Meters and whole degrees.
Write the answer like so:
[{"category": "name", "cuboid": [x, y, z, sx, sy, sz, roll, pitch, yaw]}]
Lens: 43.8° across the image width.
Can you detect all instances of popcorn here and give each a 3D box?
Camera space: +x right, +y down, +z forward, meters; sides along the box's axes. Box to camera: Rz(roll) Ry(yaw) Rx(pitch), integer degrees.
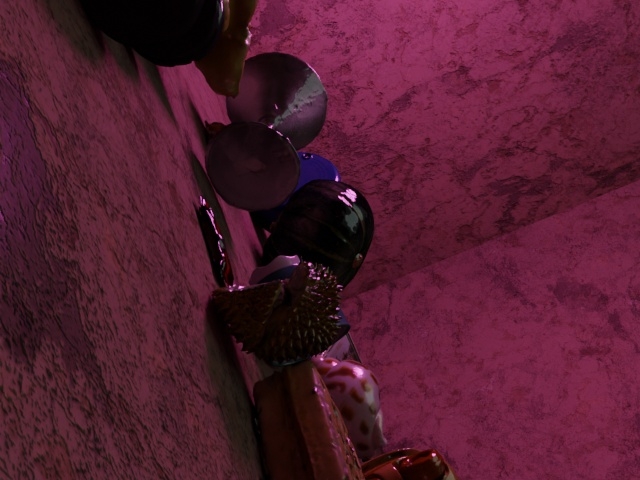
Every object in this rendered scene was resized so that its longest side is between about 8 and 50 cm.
[{"category": "popcorn", "cuboid": [-0.258, -0.480, 1.609, 0.325, 0.290, 0.321, -12, -119, 65]}]

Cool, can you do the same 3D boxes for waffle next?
[{"category": "waffle", "cuboid": [0.015, 0.388, 1.111, 0.376, 0.114, 0.261, -110, 180, -50]}]

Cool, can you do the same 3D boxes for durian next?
[{"category": "durian", "cuboid": [-0.054, 0.111, 1.208, 0.237, 0.193, 0.138, -32, 107, -68]}]

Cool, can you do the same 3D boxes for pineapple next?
[{"category": "pineapple", "cuboid": [-0.233, -0.208, 1.973, 0.221, 0.047, 0.221, -22, 90, -87]}]

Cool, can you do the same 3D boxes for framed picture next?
[{"category": "framed picture", "cuboid": [0.058, 0.373, 2.167, 0.217, 0.017, 0.274, 66, 29, -16]}]

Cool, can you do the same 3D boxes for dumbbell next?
[{"category": "dumbbell", "cuboid": [-0.253, -0.378, 1.248, 0.388, 0.185, 0.185, -90, 157, -85]}]

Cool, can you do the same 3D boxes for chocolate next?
[{"category": "chocolate", "cuboid": [-0.174, 0.008, 1.361, 0.086, 0.028, 0.182, 70, -2, -54]}]

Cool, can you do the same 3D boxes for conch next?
[{"category": "conch", "cuboid": [0.051, 0.363, 1.825, 0.148, 0.183, 0.275, 27, 20, -34]}]

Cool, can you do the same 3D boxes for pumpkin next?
[{"category": "pumpkin", "cuboid": [0.000, 0.000, 2.038, 0.241, 0.323, 0.323, 34, -5, 11]}]

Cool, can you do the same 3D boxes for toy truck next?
[{"category": "toy truck", "cuboid": [0.153, 0.511, 1.487, 0.204, 0.288, 0.211, 65, -23, 3]}]

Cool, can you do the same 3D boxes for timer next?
[{"category": "timer", "cuboid": [-0.069, -0.041, 2.376, 0.270, 0.270, 0.384, -110, -167, -46]}]

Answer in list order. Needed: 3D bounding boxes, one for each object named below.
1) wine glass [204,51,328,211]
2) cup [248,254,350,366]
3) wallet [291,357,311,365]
[{"category": "wine glass", "cuboid": [-0.122, -0.245, 1.820, 0.406, 0.267, 0.267, -83, 153, -60]}, {"category": "cup", "cuboid": [-0.055, 0.126, 1.499, 0.173, 0.167, 0.300, 62, -27, 19]}, {"category": "wallet", "cuboid": [-0.041, 0.162, 1.668, 0.195, 0.042, 0.161, -53, -128, 49]}]
